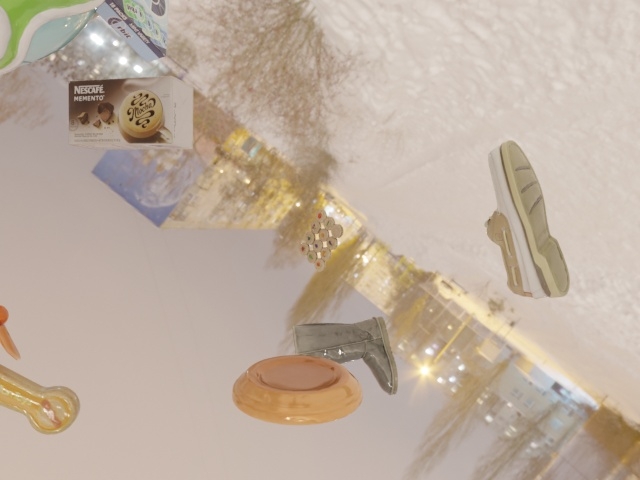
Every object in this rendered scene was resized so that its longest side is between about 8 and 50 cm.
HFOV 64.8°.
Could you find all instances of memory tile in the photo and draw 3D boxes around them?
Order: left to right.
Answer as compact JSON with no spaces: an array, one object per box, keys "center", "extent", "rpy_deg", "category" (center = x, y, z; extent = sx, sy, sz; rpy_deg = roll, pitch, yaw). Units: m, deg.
[{"center":[0.000,0.000,1.348],"extent":[0.012,0.148,0.113],"rpy_deg":[1,-145,-45],"category":"memory tile"}]

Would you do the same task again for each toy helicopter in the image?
[{"center":[-0.588,0.223,0.888],"extent":[0.355,0.235,0.140],"rpy_deg":[31,167,-13],"category":"toy helicopter"}]

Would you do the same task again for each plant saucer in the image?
[{"center":[-0.035,0.219,0.770],"extent":[0.200,0.037,0.200],"rpy_deg":[1,-172,0],"category":"plant saucer"}]

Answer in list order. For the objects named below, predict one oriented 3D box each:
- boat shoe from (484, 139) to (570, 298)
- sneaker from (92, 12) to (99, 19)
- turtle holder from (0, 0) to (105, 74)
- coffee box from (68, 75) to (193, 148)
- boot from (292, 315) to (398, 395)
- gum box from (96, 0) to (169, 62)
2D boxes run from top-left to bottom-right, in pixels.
[{"center":[0.361,-0.030,0.939],"extent":[0.113,0.103,0.302],"rpy_deg":[-23,-84,-44],"category":"boat shoe"},{"center":[-0.533,-0.558,1.113],"extent":[0.330,0.146,0.122],"rpy_deg":[18,164,45],"category":"sneaker"},{"center":[-0.349,-0.283,0.517],"extent":[0.243,0.227,0.320],"rpy_deg":[15,-142,-37],"category":"turtle holder"},{"center":[-0.492,-0.326,1.313],"extent":[0.297,0.168,0.119],"rpy_deg":[3,-176,13],"category":"coffee box"},{"center":[0.051,0.259,1.098],"extent":[0.076,0.208,0.190],"rpy_deg":[111,149,-62],"category":"boot"},{"center":[-0.296,-0.400,0.776],"extent":[0.157,0.041,0.184],"rpy_deg":[45,-143,-63],"category":"gum box"}]
